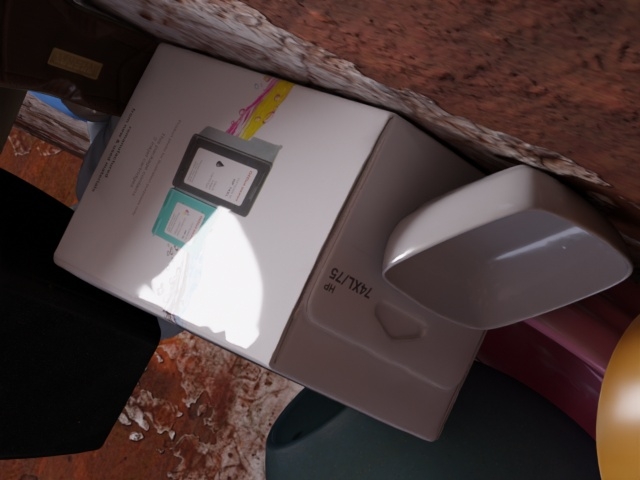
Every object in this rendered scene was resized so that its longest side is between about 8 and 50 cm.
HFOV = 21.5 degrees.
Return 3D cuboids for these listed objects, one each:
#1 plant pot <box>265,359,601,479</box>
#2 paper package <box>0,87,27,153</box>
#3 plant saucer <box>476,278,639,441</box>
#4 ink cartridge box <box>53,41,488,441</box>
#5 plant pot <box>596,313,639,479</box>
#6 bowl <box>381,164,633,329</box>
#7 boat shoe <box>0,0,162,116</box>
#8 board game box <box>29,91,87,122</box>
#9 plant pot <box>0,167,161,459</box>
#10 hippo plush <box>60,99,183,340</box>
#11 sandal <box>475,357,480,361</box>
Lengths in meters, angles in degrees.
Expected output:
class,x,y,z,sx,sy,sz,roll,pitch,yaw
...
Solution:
class,x,y,z,sx,sy,sz,roll,pitch,yaw
plant pot,0.066,0.198,1.397,0.195,0.290,0.290,50,171,-11
paper package,-0.397,-0.084,1.400,0.168,0.309,0.325,26,-170,5
plant saucer,0.239,0.107,1.375,0.332,0.084,0.332,37,170,8
ink cartridge box,-0.019,-0.001,1.277,0.270,0.197,0.198,22,175,45
plant pot,0.312,0.124,1.064,0.205,0.205,0.188,27,160,-28
bowl,0.126,0.002,1.145,0.142,0.053,0.142,-23,145,31
boat shoe,-0.233,-0.161,1.278,0.095,0.095,0.257,30,-179,43
board game box,-0.255,-0.161,1.887,0.169,0.033,0.133,18,169,23
plant pot,-0.239,0.070,1.393,0.167,0.188,0.187,18,-155,-27
hippo plush,-0.189,-0.040,1.534,0.294,0.236,0.234,22,176,34
sandal,0.249,0.105,1.899,0.054,0.097,0.254,24,-173,34
